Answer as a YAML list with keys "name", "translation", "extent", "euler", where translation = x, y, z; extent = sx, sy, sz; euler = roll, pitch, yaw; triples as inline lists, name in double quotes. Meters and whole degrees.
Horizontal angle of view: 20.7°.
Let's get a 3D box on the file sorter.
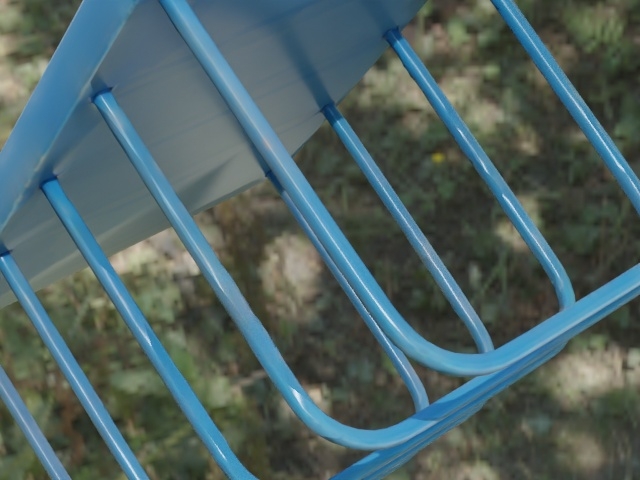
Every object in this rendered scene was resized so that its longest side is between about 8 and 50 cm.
- name: "file sorter"
  translation: [0.000, 0.000, 0.405]
  extent: [0.118, 0.170, 0.104]
  euler: [-27, 79, -34]
